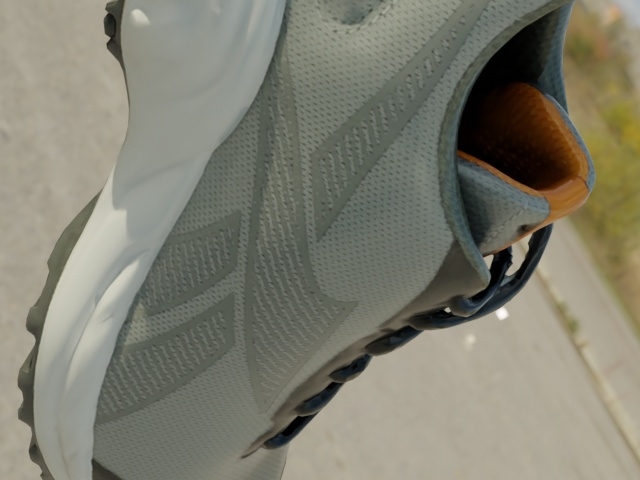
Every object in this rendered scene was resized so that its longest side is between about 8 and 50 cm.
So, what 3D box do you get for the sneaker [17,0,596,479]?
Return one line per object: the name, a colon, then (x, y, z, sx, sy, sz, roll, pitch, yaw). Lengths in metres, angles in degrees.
sneaker: (0.000, 0.000, 0.451, 0.108, 0.271, 0.100, 30, 45, 11)
